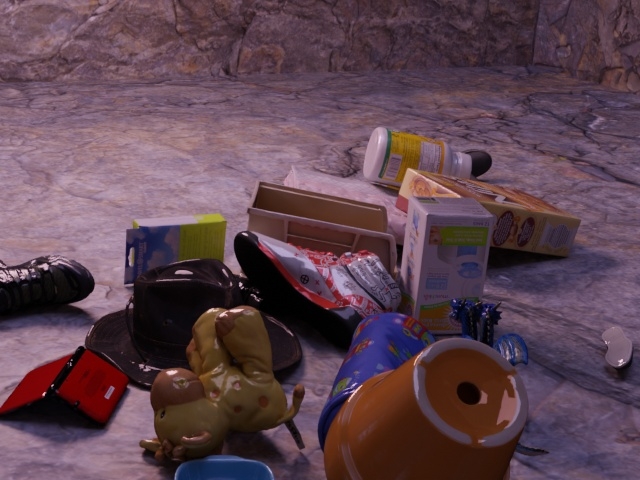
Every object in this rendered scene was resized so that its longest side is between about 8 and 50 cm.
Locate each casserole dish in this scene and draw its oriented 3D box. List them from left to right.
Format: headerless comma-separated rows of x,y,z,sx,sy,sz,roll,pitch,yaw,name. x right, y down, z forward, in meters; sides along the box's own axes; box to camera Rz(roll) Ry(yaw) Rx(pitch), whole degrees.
-0.106,0.297,1.324,0.114,0.037,0.188,2,19,-7,casserole dish

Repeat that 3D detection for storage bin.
0.000,0.000,2.046,0.260,0.123,0.262,11,12,-2,storage bin

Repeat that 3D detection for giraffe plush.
-0.139,0.201,1.472,0.170,0.181,0.210,-22,64,-34,giraffe plush

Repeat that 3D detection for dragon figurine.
0.228,0.173,1.603,0.085,0.144,0.289,1,18,-8,dragon figurine

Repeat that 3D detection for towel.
0.095,-0.063,2.343,0.331,0.053,0.317,13,15,-9,towel

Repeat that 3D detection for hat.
-0.182,0.100,1.759,0.331,0.134,0.331,4,18,-1,hat

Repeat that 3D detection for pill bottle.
0.204,-0.160,2.491,0.208,0.118,0.117,12,17,-10,pill bottle

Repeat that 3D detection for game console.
-0.339,0.208,1.587,0.124,0.085,0.144,35,18,-6,game console

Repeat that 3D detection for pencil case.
0.081,0.196,1.551,0.119,0.133,0.306,-38,6,19,pencil case

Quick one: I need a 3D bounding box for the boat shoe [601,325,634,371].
0.459,0.173,1.827,0.046,0.038,0.125,-30,14,10,boat shoe

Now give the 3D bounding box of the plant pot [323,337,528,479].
0.127,0.205,1.277,0.205,0.188,0.205,10,53,-13,plant pot

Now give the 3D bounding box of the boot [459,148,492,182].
0.335,-0.149,2.733,0.189,0.076,0.208,-14,15,-10,boot

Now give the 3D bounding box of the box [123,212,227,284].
-0.252,0.015,2.043,0.178,0.109,0.042,-4,23,-24,box

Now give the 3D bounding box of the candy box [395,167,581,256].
0.323,-0.052,2.288,0.316,0.088,0.183,8,16,-37,candy box

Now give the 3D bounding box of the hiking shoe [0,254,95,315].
-0.469,0.082,1.867,0.226,0.086,0.114,0,31,7,hiking shoe

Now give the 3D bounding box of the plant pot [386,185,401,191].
0.198,-0.112,2.587,0.083,0.081,0.081,28,28,30,plant pot

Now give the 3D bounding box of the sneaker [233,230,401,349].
0.000,0.051,1.884,0.270,0.090,0.145,37,51,23,sneaker

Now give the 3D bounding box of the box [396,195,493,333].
0.197,0.040,1.911,0.114,0.203,0.103,2,19,-13,box

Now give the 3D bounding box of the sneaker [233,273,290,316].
-0.108,0.091,1.933,0.170,0.051,0.089,4,15,-10,sneaker
